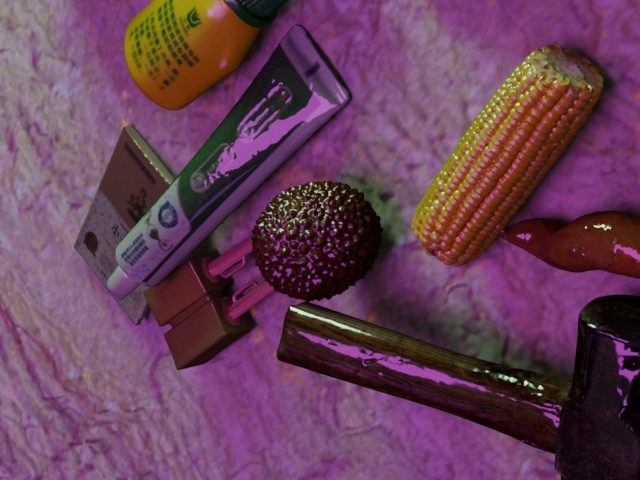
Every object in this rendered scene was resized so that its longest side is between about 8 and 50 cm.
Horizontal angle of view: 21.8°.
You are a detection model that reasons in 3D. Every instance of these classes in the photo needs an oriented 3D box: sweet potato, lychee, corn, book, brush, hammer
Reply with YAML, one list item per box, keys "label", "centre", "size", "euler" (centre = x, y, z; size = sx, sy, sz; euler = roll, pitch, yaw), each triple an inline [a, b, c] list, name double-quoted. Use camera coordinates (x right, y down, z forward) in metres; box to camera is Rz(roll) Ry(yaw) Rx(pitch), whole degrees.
- label: "sweet potato"
  centre: [0.248, 0.003, 1.427]
  size: [0.202, 0.055, 0.058]
  euler: [9, 94, 43]
- label: "lychee"
  centre: [-0.001, -0.003, 1.619]
  size: [0.129, 0.123, 0.123]
  euler: [-38, 77, 50]
- label: "corn"
  centre: [0.158, -0.071, 1.466]
  size: [0.081, 0.081, 0.248]
  euler: [50, 134, 19]
- label: "book"
  centre: [-0.214, -0.015, 1.892]
  size: [0.138, 0.016, 0.198]
  euler: [50, 133, 24]
- label: "brush"
  centre: [-0.097, 0.049, 1.784]
  size: [0.233, 0.047, 0.103]
  euler: [-36, 76, 44]
- label: "hammer"
  centre: [0.136, 0.129, 1.523]
  size: [0.409, 0.095, 0.242]
  euler: [17, 119, 31]

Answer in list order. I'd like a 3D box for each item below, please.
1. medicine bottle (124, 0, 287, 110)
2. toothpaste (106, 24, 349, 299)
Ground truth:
- label: "medicine bottle"
  centre: [-0.091, -0.231, 1.652]
  size: [0.309, 0.076, 0.111]
  euler: [-29, 86, 46]
- label: "toothpaste"
  centre: [-0.111, -0.062, 1.734]
  size: [0.392, 0.061, 0.098]
  euler: [-45, 72, 31]
